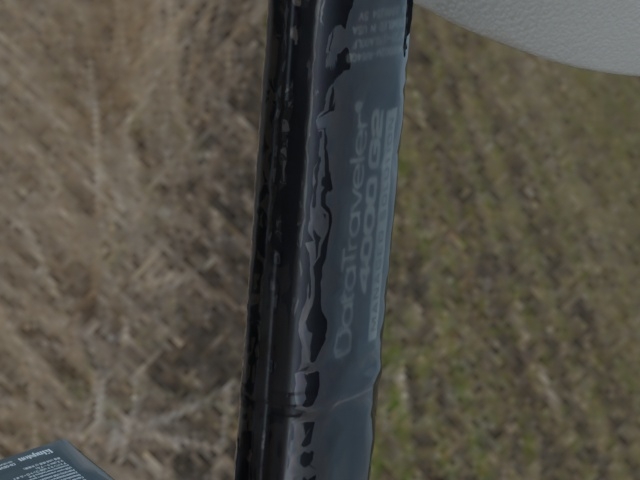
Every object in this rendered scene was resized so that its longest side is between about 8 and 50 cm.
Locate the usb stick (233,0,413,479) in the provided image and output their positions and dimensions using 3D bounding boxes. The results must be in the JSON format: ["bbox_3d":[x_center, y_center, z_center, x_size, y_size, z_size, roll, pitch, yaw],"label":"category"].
[{"bbox_3d":[0.000,0.000,0.701,0.045,0.278,0.077,15,19,33],"label":"usb stick"}]

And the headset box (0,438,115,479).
[{"bbox_3d":[-0.112,0.225,0.734,0.218,0.110,0.293,-15,36,-44],"label":"headset box"}]

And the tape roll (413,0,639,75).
[{"bbox_3d":[0.101,-0.247,0.934,0.392,0.072,0.392,17,43,-16],"label":"tape roll"}]
